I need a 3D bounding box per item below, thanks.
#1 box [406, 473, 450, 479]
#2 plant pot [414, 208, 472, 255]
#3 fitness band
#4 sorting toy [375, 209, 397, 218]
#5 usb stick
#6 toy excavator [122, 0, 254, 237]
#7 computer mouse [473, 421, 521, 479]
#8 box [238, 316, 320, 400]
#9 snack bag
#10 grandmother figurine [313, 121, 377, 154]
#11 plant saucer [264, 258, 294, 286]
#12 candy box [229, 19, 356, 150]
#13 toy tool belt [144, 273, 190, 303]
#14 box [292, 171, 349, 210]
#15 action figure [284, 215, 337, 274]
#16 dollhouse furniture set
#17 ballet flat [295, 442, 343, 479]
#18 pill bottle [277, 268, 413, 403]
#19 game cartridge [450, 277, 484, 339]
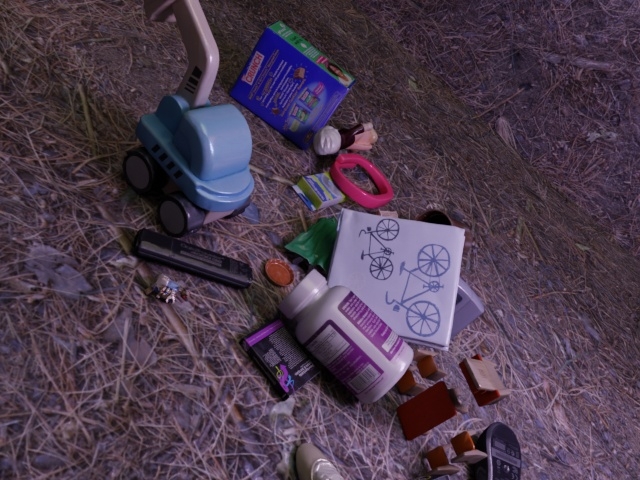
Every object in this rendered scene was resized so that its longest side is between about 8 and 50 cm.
[{"bbox_3d":[0.140,0.626,0.870,0.318,0.097,0.395,3,66,-41],"label":"box"},{"bbox_3d":[0.413,-0.012,1.779,0.165,0.167,0.167,8,47,-45],"label":"plant pot"},{"bbox_3d":[0.141,-0.198,1.780,0.209,0.054,0.291,52,28,11],"label":"fitness band"},{"bbox_3d":[0.220,-0.059,1.751,0.083,0.045,0.075,2,59,-40],"label":"sorting toy"},{"bbox_3d":[-0.285,0.043,1.206,0.278,0.045,0.077,21,34,-24],"label":"usb stick"},{"bbox_3d":[-0.283,-0.298,1.219,0.433,0.445,0.222,49,37,11],"label":"toy excavator"},{"bbox_3d":[0.407,0.566,1.262,0.188,0.072,0.272,32,50,-14],"label":"computer mouse"},{"bbox_3d":[-0.088,0.257,1.173,0.162,0.029,0.116,49,39,13],"label":"box"},{"bbox_3d":[0.180,0.092,1.359,0.342,0.037,0.323,10,71,7],"label":"snack bag"},{"bbox_3d":[0.082,-0.335,1.778,0.104,0.208,0.342,58,31,3],"label":"grandmother figurine"},{"bbox_3d":[-0.105,0.083,1.347,0.083,0.013,0.083,24,40,-22],"label":"plant saucer"},{"bbox_3d":[-0.092,-0.500,1.736,0.317,0.268,0.122,36,34,-6],"label":"candy box"},{"bbox_3d":[-0.320,0.110,1.114,0.083,0.052,0.051,33,69,-4],"label":"toy tool belt"},{"bbox_3d":[0.006,-0.157,1.662,0.109,0.042,0.178,51,37,15],"label":"box"},{"bbox_3d":[0.000,0.000,1.479,0.137,0.063,0.232,37,41,-2],"label":"action figure"},{"bbox_3d":[0.276,0.359,1.195,0.135,0.259,0.262,19,39,-41],"label":"dollhouse furniture set"},{"bbox_3d":[0.023,0.489,0.990,0.086,0.086,0.248,6,48,-37],"label":"ballet flat"},{"bbox_3d":[0.051,0.212,1.222,0.301,0.169,0.169,44,37,4],"label":"pill bottle"},{"bbox_3d":[0.291,0.151,1.467,0.294,0.196,0.060,34,28,-7],"label":"game cartridge"}]
